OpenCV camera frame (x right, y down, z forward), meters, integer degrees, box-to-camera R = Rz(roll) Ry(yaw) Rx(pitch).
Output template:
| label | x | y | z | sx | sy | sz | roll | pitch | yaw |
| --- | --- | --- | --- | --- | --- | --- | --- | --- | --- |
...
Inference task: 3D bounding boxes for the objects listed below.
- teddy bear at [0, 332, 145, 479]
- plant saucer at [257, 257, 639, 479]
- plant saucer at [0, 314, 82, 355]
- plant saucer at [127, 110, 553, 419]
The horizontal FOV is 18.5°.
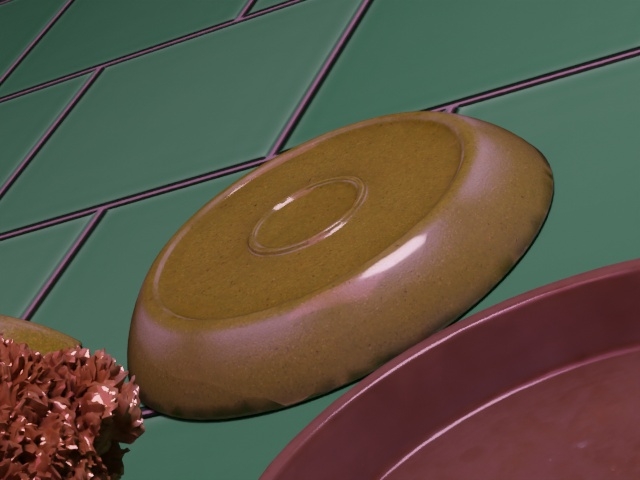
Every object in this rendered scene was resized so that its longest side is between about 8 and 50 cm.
| label | x | y | z | sx | sy | sz | roll | pitch | yaw |
| --- | --- | --- | --- | --- | --- | --- | --- | --- | --- |
| teddy bear | -0.144 | 0.173 | 0.754 | 0.245 | 0.113 | 0.338 | -37 | 32 | -1 |
| plant saucer | 0.093 | 0.091 | 0.690 | 0.278 | 0.041 | 0.278 | -22 | 23 | 10 |
| plant saucer | -0.254 | 0.095 | 1.077 | 0.188 | 0.045 | 0.188 | -1 | 36 | 47 |
| plant saucer | 0.000 | 0.000 | 0.996 | 0.241 | 0.037 | 0.241 | -24 | 24 | 12 |
